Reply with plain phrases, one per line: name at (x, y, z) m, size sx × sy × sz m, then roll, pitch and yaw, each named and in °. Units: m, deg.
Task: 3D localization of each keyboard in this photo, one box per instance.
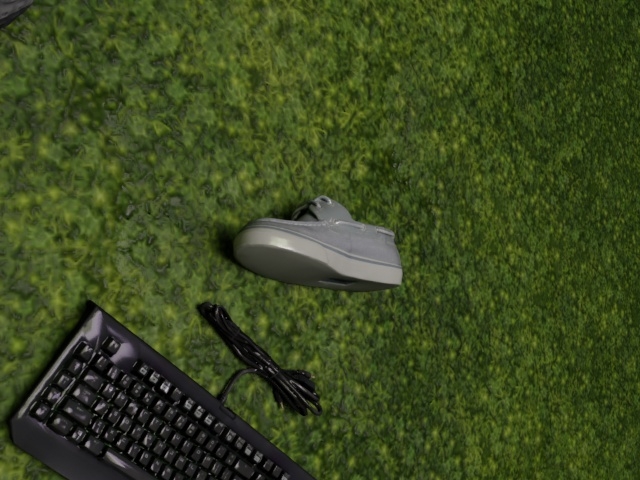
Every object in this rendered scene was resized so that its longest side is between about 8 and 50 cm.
keyboard at (-0.092, 0.161, 0.633) m, size 0.317 × 0.033 × 0.201 m, roll 48°, pitch 55°, yaw -32°

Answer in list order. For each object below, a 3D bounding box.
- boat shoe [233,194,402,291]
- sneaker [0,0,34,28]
boat shoe at (0.001, 0.000, 0.719) m, size 0.228 × 0.079 × 0.081 m, roll 16°, pitch 66°, yaw -48°
sneaker at (-0.292, -0.200, 0.414) m, size 0.129 × 0.111 × 0.297 m, roll 54°, pitch 26°, yaw 17°
